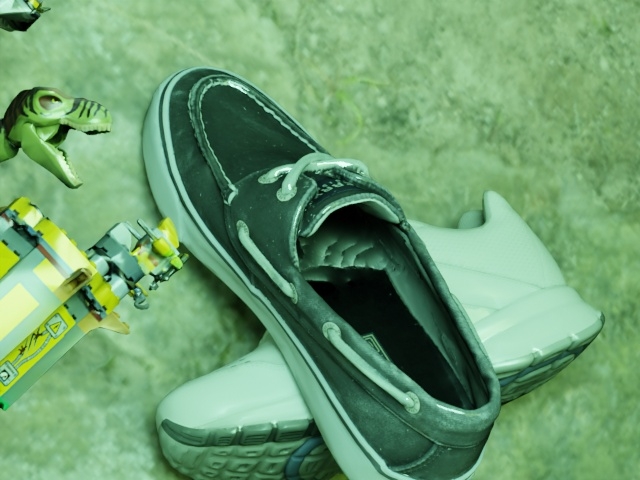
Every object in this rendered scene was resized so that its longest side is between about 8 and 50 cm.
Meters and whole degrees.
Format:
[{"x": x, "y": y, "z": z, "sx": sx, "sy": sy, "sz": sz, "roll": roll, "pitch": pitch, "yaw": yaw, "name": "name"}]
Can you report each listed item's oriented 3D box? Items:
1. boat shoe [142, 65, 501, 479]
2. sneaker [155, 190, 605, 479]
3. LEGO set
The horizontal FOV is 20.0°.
[{"x": 0.000, "y": 0.000, "z": 0.984, "sx": 0.108, "sy": 0.102, "sz": 0.301, "roll": -14, "pitch": 57, "yaw": -28, "name": "boat shoe"}, {"x": 0.025, "y": 0.060, "z": 1.079, "sx": 0.297, "sy": 0.111, "sz": 0.129, "roll": -17, "pitch": 70, "yaw": -33, "name": "sneaker"}, {"x": -0.157, "y": -0.067, "z": 0.845, "sx": 0.192, "sy": 0.331, "sz": 0.255, "roll": -44, "pitch": 92, "yaw": -12, "name": "LEGO set"}]
